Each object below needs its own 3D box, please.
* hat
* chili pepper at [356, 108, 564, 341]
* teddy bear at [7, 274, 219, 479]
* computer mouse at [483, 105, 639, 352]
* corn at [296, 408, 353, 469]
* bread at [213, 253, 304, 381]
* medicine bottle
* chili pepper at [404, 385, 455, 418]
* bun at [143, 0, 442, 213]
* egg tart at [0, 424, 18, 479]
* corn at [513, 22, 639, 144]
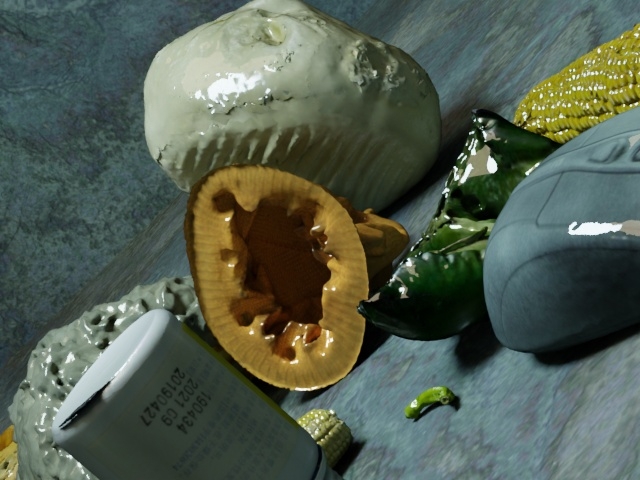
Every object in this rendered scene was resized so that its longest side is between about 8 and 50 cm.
[{"bbox_3d":[0.000,0.000,1.979,0.233,0.244,0.233,-58,-12,31],"label":"hat"},{"bbox_3d":[0.138,0.009,1.662,0.148,0.116,0.264,20,52,29],"label":"chili pepper"},{"bbox_3d":[-0.238,0.259,2.001,0.367,0.224,0.357,108,164,-47],"label":"teddy bear"},{"bbox_3d":[0.235,-0.023,1.396,0.371,0.122,0.188,-24,27,56],"label":"computer mouse"},{"bbox_3d":[-0.038,0.227,1.691,0.165,0.063,0.085,-48,-13,-12],"label":"corn"},{"bbox_3d":[-0.090,0.086,2.139,0.234,0.110,0.184,-59,-5,18],"label":"bread"},{"bbox_3d":[-0.083,0.187,1.490,0.143,0.258,0.143,-45,11,11],"label":"medicine bottle"},{"bbox_3d":[0.097,0.141,1.586,0.030,0.017,0.083,-55,11,-31],"label":"chili pepper"},{"bbox_3d":[-0.029,-0.155,2.228,0.362,0.326,0.234,-3,54,15],"label":"bun"},{"bbox_3d":[-0.461,0.383,2.503,0.352,0.150,0.352,-41,10,9],"label":"egg tart"},{"bbox_3d":[0.267,-0.133,1.669,0.106,0.106,0.293,-52,13,-21],"label":"corn"}]
